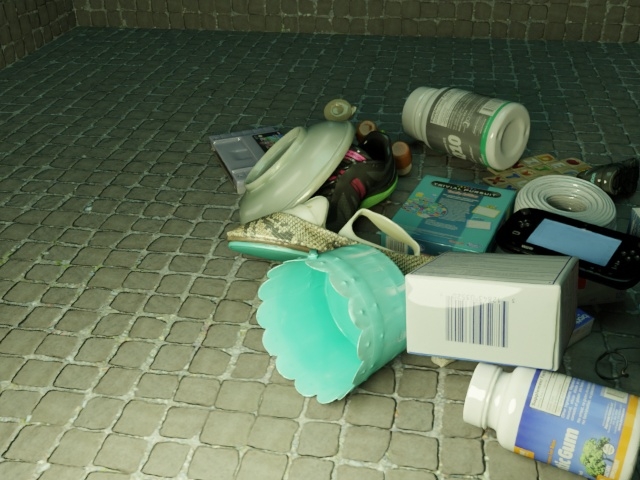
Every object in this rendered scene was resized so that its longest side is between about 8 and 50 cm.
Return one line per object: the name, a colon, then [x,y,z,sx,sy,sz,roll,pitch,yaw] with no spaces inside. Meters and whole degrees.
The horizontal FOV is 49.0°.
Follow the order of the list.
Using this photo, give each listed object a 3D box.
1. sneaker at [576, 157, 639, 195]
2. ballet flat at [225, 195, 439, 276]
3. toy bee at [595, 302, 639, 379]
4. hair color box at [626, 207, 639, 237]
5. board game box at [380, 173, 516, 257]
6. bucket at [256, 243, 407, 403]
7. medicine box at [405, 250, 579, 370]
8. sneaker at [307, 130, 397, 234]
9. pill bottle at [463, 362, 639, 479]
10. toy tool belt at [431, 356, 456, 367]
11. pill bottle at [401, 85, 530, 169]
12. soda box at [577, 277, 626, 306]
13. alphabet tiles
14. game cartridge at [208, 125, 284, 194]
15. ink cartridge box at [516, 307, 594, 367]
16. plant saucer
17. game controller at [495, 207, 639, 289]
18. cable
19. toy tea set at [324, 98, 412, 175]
sneaker: [0.804,-0.181,1.945,0.106,0.101,0.267,10,12,41]
ballet flat: [0.046,0.008,1.524,0.482,0.164,0.182,19,78,0]
toy bee: [0.689,0.158,1.367,0.162,0.298,0.195,26,41,-32]
hair color box: [0.842,0.052,1.591,0.173,0.105,0.347,0,31,2]
board game box: [0.332,-0.045,1.788,0.253,0.079,0.336,14,35,22]
bucket: [0.031,0.143,1.326,0.281,0.281,0.183,27,32,37]
medicine box: [0.326,0.115,1.304,0.263,0.149,0.289,3,9,26]
sneaker: [0.044,-0.139,1.775,0.185,0.202,0.483,15,38,23]
pill bottle: [0.386,0.296,1.172,0.272,0.152,0.152,14,35,24]
toy tool belt: [0.257,0.213,1.402,0.052,0.051,0.083,27,41,37]
pill bottle: [0.441,-0.358,2.164,0.204,0.204,0.361,-26,36,-34]
soda box: [0.528,0.088,1.557,0.286,0.091,0.098,-5,32,-6]
alphabet tiles: [0.667,-0.179,2.058,0.342,0.011,0.285,-14,34,-19]
game cartridge: [-0.195,-0.261,2.176,0.230,0.068,0.355,-16,35,-15]
ink cartridge box: [0.455,0.189,1.440,0.207,0.046,0.097,-21,38,-29]
plant saucer: [-0.088,-0.181,1.779,0.400,0.100,0.400,-41,18,16]
game controller: [0.549,0.012,1.528,0.319,0.067,0.166,20,37,34]
cable: [0.630,-0.072,1.804,0.257,0.089,0.257,-23,41,-29]
toy tea set: [0.118,-0.275,2.143,0.336,0.124,0.200,35,79,19]
